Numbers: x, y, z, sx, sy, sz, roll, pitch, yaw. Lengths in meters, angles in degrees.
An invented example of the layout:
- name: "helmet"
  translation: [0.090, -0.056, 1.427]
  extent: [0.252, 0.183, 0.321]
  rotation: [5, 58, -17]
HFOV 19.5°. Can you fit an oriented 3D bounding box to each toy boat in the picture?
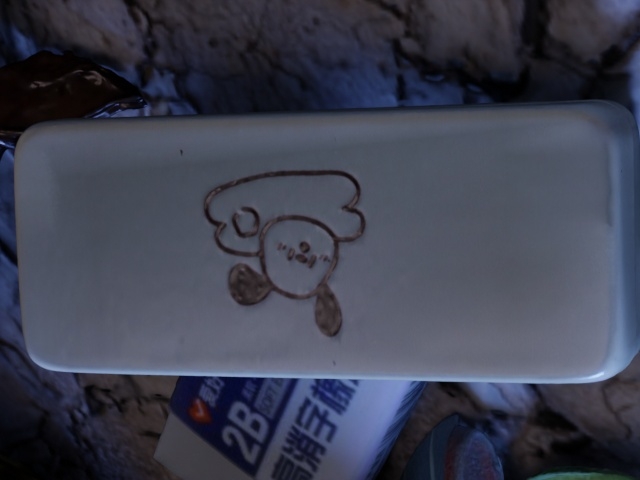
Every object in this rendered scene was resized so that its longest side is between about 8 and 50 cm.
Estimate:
- name: "toy boat"
  translation: [0.062, 0.152, 1.067]
  extent: [0.122, 0.034, 0.096]
  rotation: [-25, 69, 60]

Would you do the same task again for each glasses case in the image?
- name: "glasses case"
  translation: [0.000, 0.000, 0.916]
  extent: [0.313, 0.070, 0.131]
  rotation: [0, 95, 21]

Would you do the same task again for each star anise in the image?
- name: "star anise"
  translation: [-0.197, -0.112, 1.063]
  extent: [0.140, 0.144, 0.158]
  rotation: [14, 155, -33]

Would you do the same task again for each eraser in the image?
- name: "eraser"
  translation: [-0.012, 0.082, 1.050]
  extent: [0.124, 0.068, 0.210]
  rotation: [34, 134, 11]

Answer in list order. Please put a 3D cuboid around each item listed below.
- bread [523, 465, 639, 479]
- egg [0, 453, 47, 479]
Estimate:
- name: "bread"
  translation: [0.174, 0.256, 0.976]
  extent: [0.301, 0.045, 0.301]
  rotation: [32, 128, 53]
- name: "egg"
  translation: [-0.240, 0.256, 1.210]
  extent: [0.289, 0.238, 0.238]
  rotation: [26, 132, 0]
